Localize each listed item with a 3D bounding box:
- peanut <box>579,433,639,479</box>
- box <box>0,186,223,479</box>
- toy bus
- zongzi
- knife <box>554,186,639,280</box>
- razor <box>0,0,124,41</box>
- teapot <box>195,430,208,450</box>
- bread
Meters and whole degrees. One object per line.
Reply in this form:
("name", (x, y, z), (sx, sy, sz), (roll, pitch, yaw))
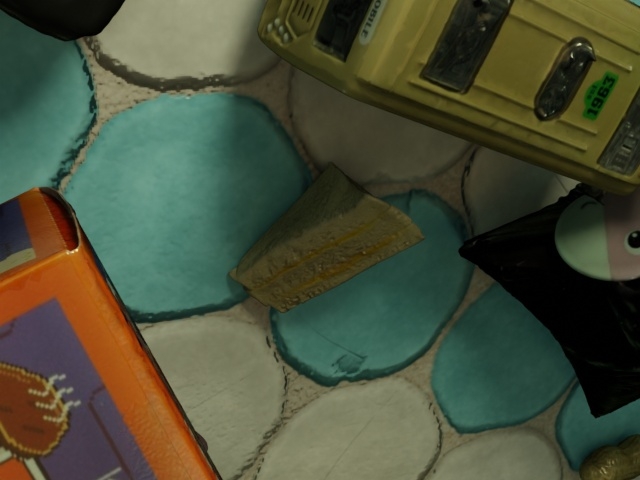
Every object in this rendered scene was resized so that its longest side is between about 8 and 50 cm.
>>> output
("peanut", (0.377, 0.280, 1.336), (0.113, 0.054, 0.054), (-19, 124, -21))
("box", (-0.207, 0.176, 0.734), (0.257, 0.318, 0.348), (-29, 106, -13))
("toy bus", (0.149, -0.157, 0.865), (0.365, 0.202, 0.177), (14, 110, -35))
("zongzi", (0.369, 0.056, 1.114), (0.383, 0.319, 0.362), (-22, 137, 6))
("knife", (0.350, -0.130, 0.993), (0.398, 0.132, 0.038), (-59, 152, -17))
("razor", (-0.148, -0.302, 0.671), (0.204, 0.113, 0.349), (27, 105, -35))
("teapot", (-0.174, 0.228, 0.987), (0.116, 0.148, 0.146), (3, 108, -69))
("bread", (0.003, 0.013, 0.944), (0.077, 0.105, 0.152), (38, 95, -31))
